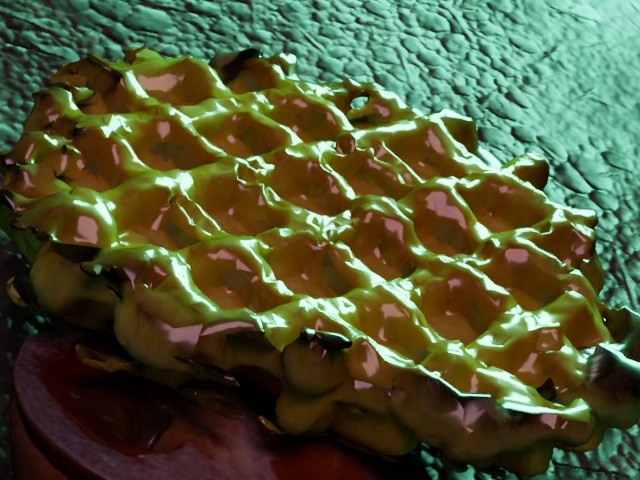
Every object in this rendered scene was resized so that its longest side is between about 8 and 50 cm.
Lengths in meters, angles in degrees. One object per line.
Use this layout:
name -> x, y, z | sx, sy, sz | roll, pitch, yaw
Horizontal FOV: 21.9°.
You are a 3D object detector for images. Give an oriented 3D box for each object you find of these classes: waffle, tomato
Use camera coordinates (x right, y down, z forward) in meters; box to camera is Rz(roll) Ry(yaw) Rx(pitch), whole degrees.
waffle -> 0.000, 0.000, 0.947 | 0.379, 0.095, 0.382 | 18, 24, -8
tomato -> -0.062, 0.129, 0.843 | 0.228, 0.112, 0.199 | 18, 23, -17
